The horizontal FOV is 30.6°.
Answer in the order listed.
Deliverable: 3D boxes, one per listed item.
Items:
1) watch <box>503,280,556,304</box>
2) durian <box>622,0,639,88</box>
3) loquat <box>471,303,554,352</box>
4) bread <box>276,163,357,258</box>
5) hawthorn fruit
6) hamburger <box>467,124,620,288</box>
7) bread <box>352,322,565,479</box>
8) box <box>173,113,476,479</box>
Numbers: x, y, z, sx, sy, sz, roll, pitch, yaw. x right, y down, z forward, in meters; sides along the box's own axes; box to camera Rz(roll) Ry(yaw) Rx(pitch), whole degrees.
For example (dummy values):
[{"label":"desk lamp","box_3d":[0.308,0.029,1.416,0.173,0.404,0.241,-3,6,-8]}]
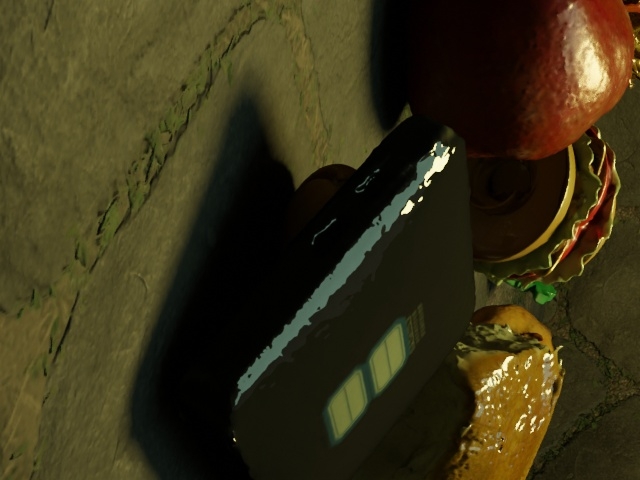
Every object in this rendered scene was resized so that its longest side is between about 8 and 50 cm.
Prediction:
[{"label":"watch","box_3d":[0.450,0.031,2.464,0.152,0.165,0.131,-63,179,16]},{"label":"durian","box_3d":[0.367,-0.369,1.656,0.348,0.347,0.384,-62,148,-42]},{"label":"loquat","box_3d":[0.328,0.228,2.166,0.238,0.193,0.238,-54,172,-11]},{"label":"bread","box_3d":[0.000,0.000,1.127,0.114,0.077,0.189,-39,146,-33]},{"label":"hawthorn fruit","box_3d":[0.229,-0.236,1.384,0.311,0.295,0.295,49,55,-68]},{"label":"hamburger","box_3d":[0.288,-0.068,1.646,0.212,0.274,0.275,17,85,-52]},{"label":"bread","box_3d":[0.146,0.234,1.479,0.250,0.225,0.279,-4,112,-50]},{"label":"box","box_3d":[0.026,0.093,1.090,0.350,0.091,0.359,-50,154,-20]}]
